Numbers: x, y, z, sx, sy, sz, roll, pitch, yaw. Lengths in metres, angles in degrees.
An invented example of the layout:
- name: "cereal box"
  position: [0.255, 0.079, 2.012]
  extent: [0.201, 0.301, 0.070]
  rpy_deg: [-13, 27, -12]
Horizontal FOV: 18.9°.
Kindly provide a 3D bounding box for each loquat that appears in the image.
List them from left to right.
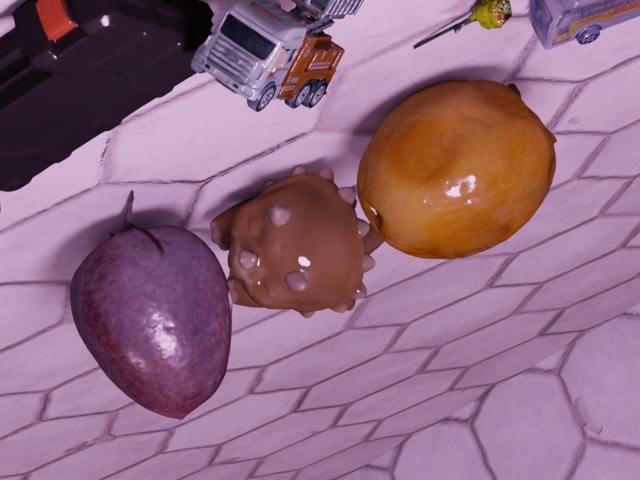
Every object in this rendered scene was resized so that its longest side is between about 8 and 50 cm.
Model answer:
- name: "loquat"
  position: [0.154, -0.076, 2.198]
  extent: [0.238, 0.193, 0.238]
  rpy_deg: [-37, 160, -16]

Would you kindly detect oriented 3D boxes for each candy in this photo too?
- name: "candy"
  position: [0.147, -0.225, 2.030]
  extent: [0.123, 0.035, 0.035]
  rpy_deg: [-21, 122, 30]

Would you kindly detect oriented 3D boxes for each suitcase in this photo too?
- name: "suitcase"
  position: [-0.246, -0.140, 1.735]
  extent: [0.285, 0.066, 0.206]
  rpy_deg: [-30, 161, 23]

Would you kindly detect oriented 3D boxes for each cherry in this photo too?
- name: "cherry"
  position: [-0.193, 0.078, 2.224]
  extent: [0.184, 0.266, 0.213]
  rpy_deg: [-15, 180, 5]

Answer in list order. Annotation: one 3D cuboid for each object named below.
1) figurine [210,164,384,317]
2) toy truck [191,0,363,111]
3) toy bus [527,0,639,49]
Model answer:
- name: "figurine"
  position: [-0.003, 0.004, 2.285]
  extent: [0.173, 0.177, 0.247]
  rpy_deg: [-13, 162, 43]
- name: "toy truck"
  position: [-0.034, -0.183, 1.726]
  extent: [0.115, 0.080, 0.178]
  rpy_deg: [-59, 165, 18]
- name: "toy bus"
  position: [0.318, -0.266, 2.050]
  extent: [0.190, 0.064, 0.075]
  rpy_deg: [-20, 157, -7]
